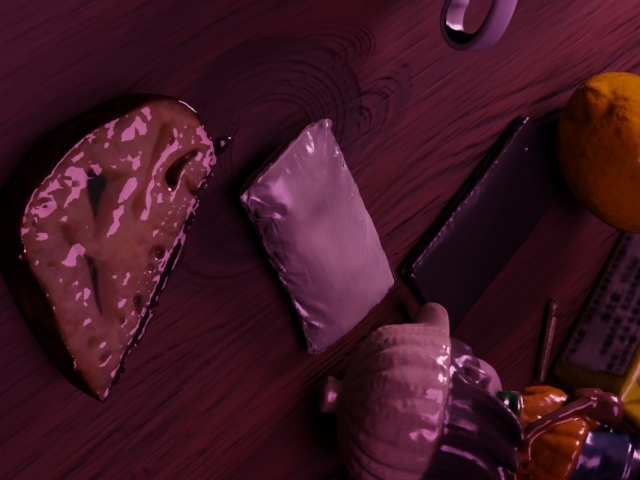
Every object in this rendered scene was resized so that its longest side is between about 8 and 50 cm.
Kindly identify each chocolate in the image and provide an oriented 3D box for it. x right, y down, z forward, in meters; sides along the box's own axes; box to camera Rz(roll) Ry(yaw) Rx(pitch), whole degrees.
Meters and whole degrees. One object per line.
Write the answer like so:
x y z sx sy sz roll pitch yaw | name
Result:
0.459 0.126 1.680 0.289 0.137 0.301 39 74 -41 | chocolate

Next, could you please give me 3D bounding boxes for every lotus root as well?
-0.191 -0.010 1.115 0.170 0.074 0.261 34 80 -41 | lotus root

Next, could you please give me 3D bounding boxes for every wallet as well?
0.190 -0.016 1.477 0.244 0.025 0.124 -51 129 -19 | wallet

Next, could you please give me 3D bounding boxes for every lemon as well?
0.357 -0.100 1.507 0.207 0.170 0.170 37 77 -40 | lemon

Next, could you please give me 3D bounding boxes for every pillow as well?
0.000 0.000 1.299 0.128 0.051 0.229 -40 127 -23 | pillow

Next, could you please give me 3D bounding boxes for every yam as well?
0.277 0.123 1.600 0.014 0.014 0.107 0 103 -41 | yam

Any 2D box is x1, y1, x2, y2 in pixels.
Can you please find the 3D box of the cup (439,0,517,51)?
0.178 -0.308 1.264 0.167 0.202 0.221 -36 122 -25 | cup

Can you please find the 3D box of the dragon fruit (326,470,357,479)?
0.054 0.287 1.398 0.147 0.102 0.096 7 105 -52 | dragon fruit

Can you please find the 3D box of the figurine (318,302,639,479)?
0.166 0.201 1.322 0.204 0.332 0.185 -19 131 -58 | figurine
